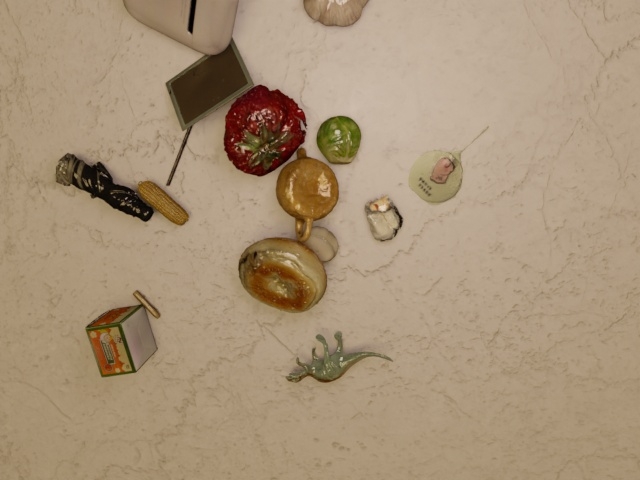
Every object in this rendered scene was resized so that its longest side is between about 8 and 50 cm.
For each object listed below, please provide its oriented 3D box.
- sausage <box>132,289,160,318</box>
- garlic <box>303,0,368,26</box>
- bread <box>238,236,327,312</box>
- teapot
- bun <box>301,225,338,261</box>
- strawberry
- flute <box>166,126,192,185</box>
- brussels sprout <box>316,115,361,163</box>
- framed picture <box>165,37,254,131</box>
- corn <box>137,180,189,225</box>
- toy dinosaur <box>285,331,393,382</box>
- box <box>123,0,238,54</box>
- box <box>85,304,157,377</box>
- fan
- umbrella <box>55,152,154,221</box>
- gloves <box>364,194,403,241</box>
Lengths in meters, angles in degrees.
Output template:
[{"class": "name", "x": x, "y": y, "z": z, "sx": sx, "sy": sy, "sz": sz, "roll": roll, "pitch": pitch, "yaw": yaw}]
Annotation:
[{"class": "sausage", "x": -0.646, "y": 0.239, "z": 1.688, "sx": 0.024, "sy": 0.024, "sz": 0.132, "roll": -40, "pitch": 97, "yaw": 13}, {"class": "garlic", "x": 0.046, "y": -0.725, "z": 1.283, "sx": 0.219, "sy": 0.212, "sz": 0.218, "roll": 1, "pitch": 110, "yaw": 2}, {"class": "bread", "x": -0.121, "y": 0.105, "z": 1.517, "sx": 0.306, "sy": 0.158, "sz": 0.305, "roll": 11, "pitch": 133, "yaw": 12}, {"class": "teapot", "x": -0.055, "y": -0.149, "z": 1.469, "sx": 0.204, "sy": 0.167, "sz": 0.311, "roll": 2, "pitch": 87, "yaw": -25}, {"class": "bun", "x": 0.000, "y": 0.000, "z": 1.538, "sx": 0.138, "sy": 0.094, "sz": 0.138, "roll": 14, "pitch": 138, "yaw": 13}, {"class": "strawberry", "x": -0.183, "y": -0.350, "z": 1.408, "sx": 0.274, "sy": 0.220, "sz": 0.274, "roll": -18, "pitch": 138, "yaw": -18}, {"class": "flute", "x": -0.472, "y": -0.304, "z": 1.537, "sx": 0.014, "sy": 0.014, "sz": 0.269, "roll": 26, "pitch": 105, "yaw": -2}, {"class": "brussels sprout", "x": 0.058, "y": -0.316, "z": 1.435, "sx": 0.155, "sy": 0.117, "sz": 0.155, "roll": 0, "pitch": 95, "yaw": 2}, {"class": "framed picture", "x": -0.353, "y": -0.491, "z": 1.427, "sx": 0.273, "sy": 0.016, "sz": 0.216, "roll": -28, "pitch": 69, "yaw": 12}, {"class": "corn", "x": -0.541, "y": -0.129, "z": 1.562, "sx": 0.207, "sy": 0.068, "sz": 0.068, "roll": 41, "pitch": 104, "yaw": -9}, {"class": "toy dinosaur", "x": 0.061, "y": 0.424, "z": 1.639, "sx": 0.393, "sy": 0.092, "sz": 0.205, "roll": -3, "pitch": 104, "yaw": 4}, {"class": "box", "x": -0.409, "y": -0.726, "z": 1.318, "sx": 0.349, "sy": 0.141, "sz": 0.288, "roll": 26, "pitch": 136, "yaw": -2}, {"class": "box", "x": -0.719, "y": 0.361, "z": 1.646, "sx": 0.148, "sy": 0.177, "sz": 0.194, "roll": -9, "pitch": 104, "yaw": 8}, {"class": "fan", "x": 0.427, "y": -0.256, "z": 1.472, "sx": 0.182, "sy": 0.010, "sz": 0.310, "roll": 42, "pitch": 105, "yaw": -6}, {"class": "umbrella", "x": -0.727, "y": -0.173, "z": 1.549, "sx": 0.358, "sy": 0.106, "sz": 0.113, "roll": 30, "pitch": 114, "yaw": 0}, {"class": "gloves", "x": 0.212, "y": -0.072, "z": 1.509, "sx": 0.114, "sy": 0.070, "sz": 0.153, "roll": -22, "pitch": 108, "yaw": 2}]
